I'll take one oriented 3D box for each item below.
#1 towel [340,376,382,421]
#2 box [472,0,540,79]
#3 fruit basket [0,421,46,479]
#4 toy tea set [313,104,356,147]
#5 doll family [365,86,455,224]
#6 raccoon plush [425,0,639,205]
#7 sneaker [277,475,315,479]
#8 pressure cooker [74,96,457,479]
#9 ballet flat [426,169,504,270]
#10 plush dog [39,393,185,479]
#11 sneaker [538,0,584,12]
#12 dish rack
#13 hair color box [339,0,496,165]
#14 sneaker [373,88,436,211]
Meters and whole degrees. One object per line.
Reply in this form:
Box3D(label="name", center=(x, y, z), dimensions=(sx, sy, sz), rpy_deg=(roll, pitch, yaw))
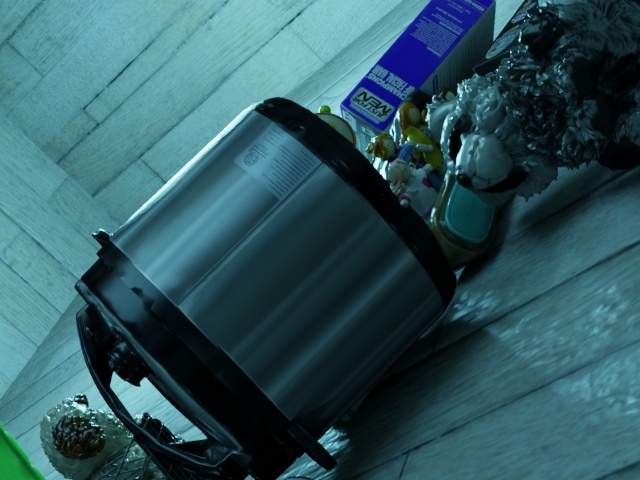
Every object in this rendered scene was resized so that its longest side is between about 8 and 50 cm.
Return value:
Box3D(label="towel", center=(0.061, 0.175, 1.587), dimensions=(0.152, 0.023, 0.113), rpy_deg=(-48, 16, -16))
Box3D(label="box", center=(0.405, -0.379, 2.040), dimensions=(0.216, 0.060, 0.270), rpy_deg=(-52, 15, -23))
Box3D(label="fruit basket", center=(-0.655, 0.482, 2.062), dimensions=(0.392, 0.392, 0.283), rpy_deg=(-40, 16, 21))
Box3D(label="toy tea set", center=(0.016, -0.048, 1.798), dimensions=(0.200, 0.336, 0.124), rpy_deg=(-30, -16, -22))
Box3D(label="doll family", center=(0.154, -0.121, 1.831), dimensions=(0.118, 0.163, 0.263), rpy_deg=(-28, 23, 51))
Box3D(label="raccoon plush", center=(0.352, -0.184, 1.516), dimensions=(0.446, 0.216, 0.299), rpy_deg=(-20, -3, -27))
Box3D(label="sneaker", center=(-0.098, 0.375, 1.333), dimensions=(0.271, 0.100, 0.108), rpy_deg=(-42, 20, 13))
Box3D(label="pressure cooker", center=(-0.093, 0.076, 1.487), dimensions=(0.420, 0.375, 0.370), rpy_deg=(-45, 18, -9))
Box3D(label="ballet flat", center=(0.218, -0.077, 1.694), dimensions=(0.124, 0.116, 0.342), rpy_deg=(-57, 6, 49))
Box3D(label="plush dog", center=(-0.338, 0.337, 1.849), dimensions=(0.211, 0.225, 0.262), rpy_deg=(-49, 15, -11))
Box3D(label="sneaker", center=(0.416, -0.328, 1.602), dimensions=(0.161, 0.102, 0.282), rpy_deg=(-21, -3, 44))
Box3D(label="dish rack", center=(-0.216, 0.356, 1.520), dimensions=(0.074, 0.208, 0.271), rpy_deg=(-27, 20, 20))
Box3D(label="hair color box", center=(0.182, -0.301, 2.210), dimensions=(0.339, 0.110, 0.185), rpy_deg=(-51, -19, -15))
Box3D(label="sneaker", center=(0.136, -0.136, 2.011), dimensions=(0.139, 0.125, 0.341), rpy_deg=(-40, 13, 38))
